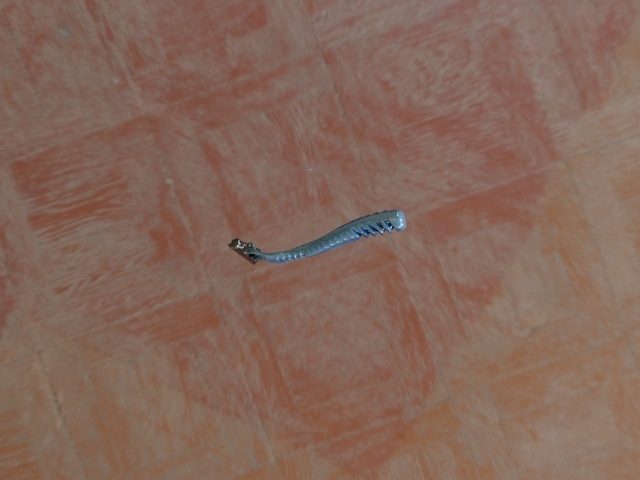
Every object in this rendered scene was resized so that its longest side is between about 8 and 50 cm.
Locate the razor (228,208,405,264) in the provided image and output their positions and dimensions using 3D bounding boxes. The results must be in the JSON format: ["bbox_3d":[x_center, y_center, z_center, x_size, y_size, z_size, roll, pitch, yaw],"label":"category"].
[{"bbox_3d":[0.000,0.000,1.473,0.253,0.082,0.042,-14,64,17],"label":"razor"}]
